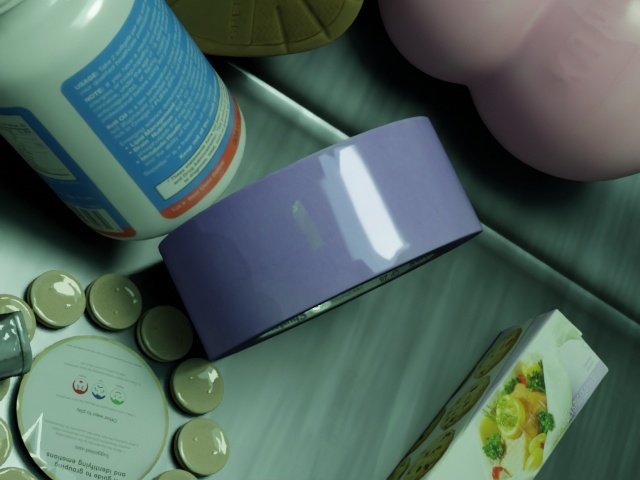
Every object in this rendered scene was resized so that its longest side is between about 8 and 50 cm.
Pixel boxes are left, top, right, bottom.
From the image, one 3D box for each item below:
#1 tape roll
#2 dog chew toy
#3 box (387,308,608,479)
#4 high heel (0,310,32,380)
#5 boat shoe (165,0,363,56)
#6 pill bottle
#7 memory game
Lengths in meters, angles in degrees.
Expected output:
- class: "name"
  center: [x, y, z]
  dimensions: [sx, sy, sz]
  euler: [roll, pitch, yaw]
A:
- class: "tape roll"
  center: [0.000, 0.000, 0.929]
  dimensions: [0.189, 0.189, 0.080]
  euler: [-22, 83, -37]
- class: "dog chew toy"
  center: [0.138, -0.189, 1.097]
  dimensions: [0.331, 0.206, 0.207]
  euler: [33, 56, -10]
- class: "box"
  center: [0.084, 0.171, 0.994]
  dimensions: [0.063, 0.067, 0.324]
  euler: [48, 54, -7]
- class: "high heel"
  center: [-0.281, -0.019, 0.816]
  dimensions: [0.186, 0.093, 0.261]
  euler: [-18, 85, -36]
- class: "boat shoe"
  center: [-0.143, -0.182, 0.969]
  dimensions: [0.341, 0.122, 0.110]
  euler: [0, 36, -25]
- class: "pill bottle"
  center: [-0.142, -0.107, 0.861]
  dimensions: [0.221, 0.124, 0.124]
  euler: [55, 43, -48]
- class: "memory game"
  center: [-0.138, 0.105, 0.908]
  dimensions: [0.186, 0.012, 0.186]
  euler: [13, 65, -29]
